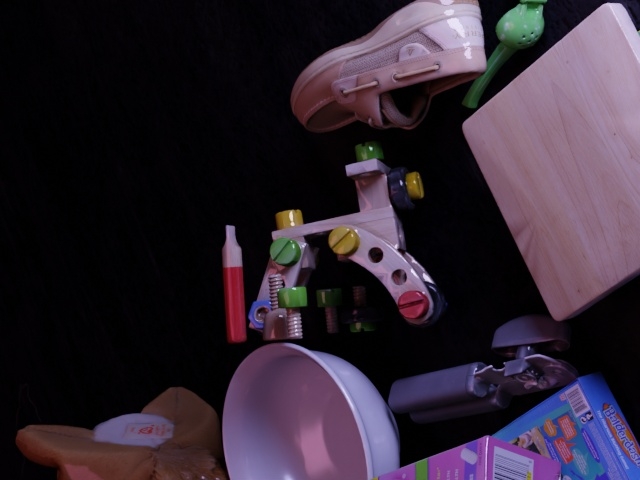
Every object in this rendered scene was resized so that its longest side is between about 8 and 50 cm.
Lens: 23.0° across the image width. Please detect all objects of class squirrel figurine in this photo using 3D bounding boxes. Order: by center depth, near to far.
[{"bbox_3d":[-0.226,0.457,2.297,0.397,0.281,0.370,20,118,48],"label":"squirrel figurine"}]

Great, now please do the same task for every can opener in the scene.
[{"bbox_3d":[0.200,0.157,1.917,0.283,0.076,0.095,-19,51,49],"label":"can opener"}]

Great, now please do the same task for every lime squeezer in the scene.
[{"bbox_3d":[0.226,-0.291,1.815,0.110,0.059,0.310,-119,33,-67],"label":"lime squeezer"}]

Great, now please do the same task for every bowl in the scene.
[{"bbox_3d":[0.010,0.272,2.088,0.298,0.134,0.298,11,105,46],"label":"bowl"}]

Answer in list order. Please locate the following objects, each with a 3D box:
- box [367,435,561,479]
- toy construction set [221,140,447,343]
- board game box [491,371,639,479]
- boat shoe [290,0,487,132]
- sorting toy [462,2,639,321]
[{"bbox_3d":[0.153,0.367,1.818,0.243,0.117,0.213,-30,45,48],"label":"box"},{"bbox_3d":[0.000,0.000,1.944,0.257,0.309,0.237,-7,87,41],"label":"toy construction set"},{"bbox_3d":[0.284,0.271,1.842,0.210,0.047,0.160,-41,67,44],"label":"board game box"},{"bbox_3d":[0.076,-0.188,1.921,0.341,0.122,0.110,-29,70,54],"label":"boat shoe"},{"bbox_3d":[0.311,-0.084,1.715,0.255,0.089,0.257,-40,67,45],"label":"sorting toy"}]
